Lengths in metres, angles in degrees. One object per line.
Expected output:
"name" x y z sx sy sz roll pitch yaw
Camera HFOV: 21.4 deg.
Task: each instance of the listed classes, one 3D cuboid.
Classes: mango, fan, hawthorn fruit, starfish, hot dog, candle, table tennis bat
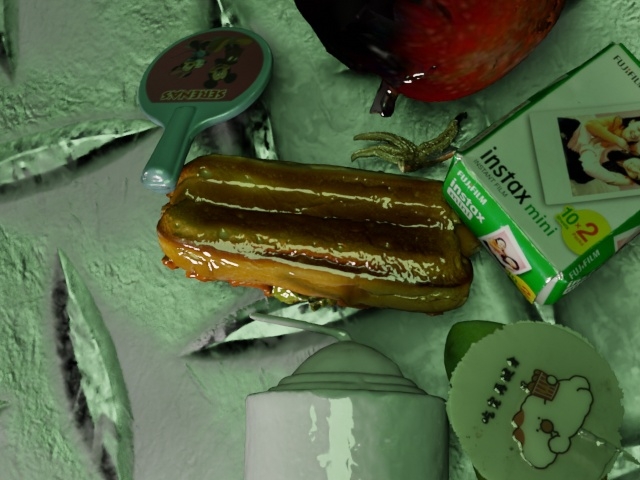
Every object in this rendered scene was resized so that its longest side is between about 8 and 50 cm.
"mango" 0.215 0.187 1.747 0.137 0.091 0.237 -14 80 -4
"fan" 0.281 0.201 1.701 0.329 0.009 0.191 29 65 -1
"hawthorn fruit" 0.109 -0.294 1.727 0.316 0.316 0.316 -1 82 10
"starfish" 0.114 -0.098 1.820 0.130 0.041 0.133 -28 34 -30
"hot dog" 0.000 0.000 1.799 0.349 0.117 0.158 6 56 4
"candle" 0.028 0.249 1.708 0.221 0.221 0.342 1 81 11
"table tennis bat" -0.137 -0.145 1.829 0.153 0.040 0.244 2 48 23

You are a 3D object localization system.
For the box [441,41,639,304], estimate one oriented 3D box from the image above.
"box" 0.263 -0.067 1.734 0.250 0.103 0.180 -37 77 -19
